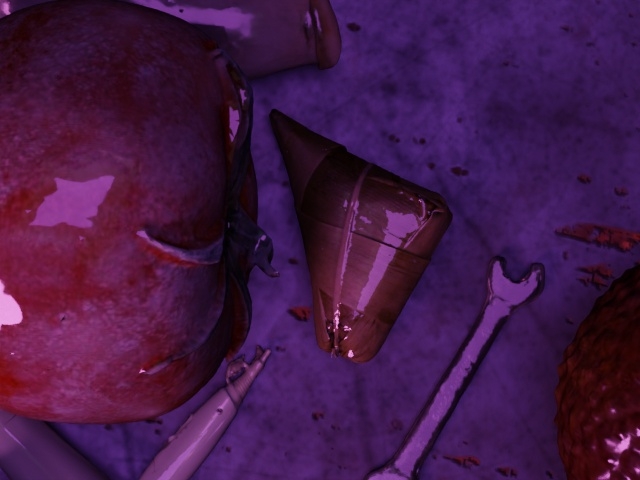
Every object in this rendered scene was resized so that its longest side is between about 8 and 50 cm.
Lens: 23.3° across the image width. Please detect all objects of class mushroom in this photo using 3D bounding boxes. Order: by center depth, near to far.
[{"bbox_3d":[-0.155,-0.191,1.257,0.351,0.097,0.109,12,95,-7],"label":"mushroom"}]

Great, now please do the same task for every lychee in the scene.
[{"bbox_3d":[0.304,0.134,1.202,0.260,0.260,0.261,0,87,-4],"label":"lychee"}]

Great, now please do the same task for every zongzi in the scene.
[{"bbox_3d":[0.000,0.000,1.269,0.176,0.078,0.160,28,86,8],"label":"zongzi"}]

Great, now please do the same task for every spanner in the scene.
[{"bbox_3d":[0.110,0.122,1.296,0.054,0.015,0.254,31,86,0],"label":"spanner"}]

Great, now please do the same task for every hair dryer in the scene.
[{"bbox_3d":[-0.144,0.149,1.264,0.237,0.075,0.206,-40,84,-12],"label":"hair dryer"}]

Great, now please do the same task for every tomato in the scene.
[{"bbox_3d":[-0.170,-0.019,1.137,0.282,0.316,0.317,5,87,8],"label":"tomato"}]
